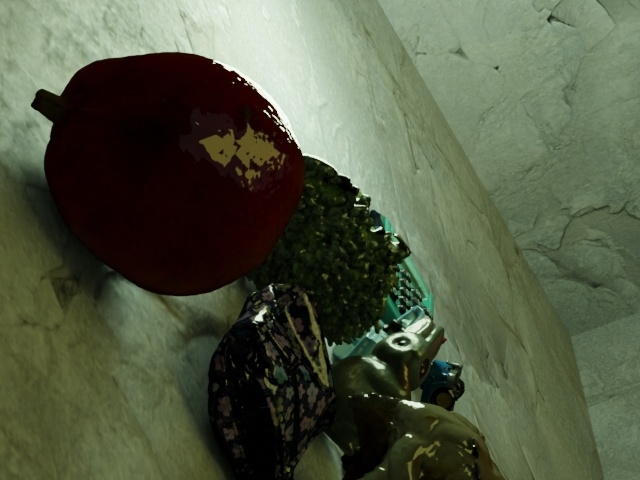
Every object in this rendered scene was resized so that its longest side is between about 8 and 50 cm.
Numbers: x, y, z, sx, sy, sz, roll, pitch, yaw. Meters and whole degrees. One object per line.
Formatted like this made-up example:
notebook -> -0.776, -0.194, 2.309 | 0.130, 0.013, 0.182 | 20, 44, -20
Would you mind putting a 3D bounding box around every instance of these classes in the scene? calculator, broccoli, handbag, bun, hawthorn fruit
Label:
calculator -> 0.149, 0.101, 2.431 | 0.248, 0.058, 0.274 | 58, 21, -27
broccoli -> 0.000, 0.000, 1.842 | 0.245, 0.248, 0.288 | -92, -162, -63
handbag -> -0.063, 0.183, 1.569 | 0.208, 0.127, 0.228 | -42, 124, -61
bun -> 0.121, 0.322, 1.565 | 0.282, 0.205, 0.281 | 7, 72, -24
hawthorn fruit -> -0.174, -0.089, 1.396 | 0.307, 0.265, 0.265 | 32, 33, -25

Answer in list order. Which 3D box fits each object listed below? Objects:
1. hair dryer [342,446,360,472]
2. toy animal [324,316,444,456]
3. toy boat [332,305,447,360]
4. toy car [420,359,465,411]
hair dryer -> 0.122, 0.346, 1.986 | 0.279, 0.135, 0.090 | 12, 56, -49
toy animal -> 0.100, 0.189, 1.872 | 0.251, 0.125, 0.127 | -45, 117, -24
toy boat -> 0.110, 0.174, 2.110 | 0.133, 0.145, 0.332 | 42, 15, 8
toy car -> 0.187, 0.294, 2.219 | 0.097, 0.100, 0.191 | -26, 127, -73
